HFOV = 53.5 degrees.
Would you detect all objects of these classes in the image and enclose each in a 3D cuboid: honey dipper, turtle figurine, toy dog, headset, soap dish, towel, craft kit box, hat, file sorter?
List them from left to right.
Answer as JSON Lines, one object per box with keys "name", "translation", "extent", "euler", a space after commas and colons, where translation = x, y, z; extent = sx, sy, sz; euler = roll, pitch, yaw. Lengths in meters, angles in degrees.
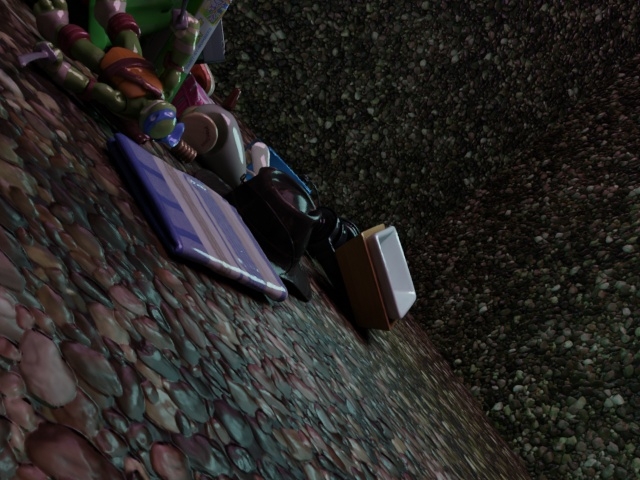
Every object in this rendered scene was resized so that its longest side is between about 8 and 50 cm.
{"name": "turtle figurine", "translation": [-0.276, -0.278, 0.848], "extent": [0.266, 0.198, 0.275], "euler": [48, 0, 29]}
{"name": "honey dipper", "translation": [-0.283, -0.193, 1.104], "extent": [0.160, 0.030, 0.030], "euler": [41, 9, -35]}
{"name": "craft kit box", "translation": [-0.302, -0.419, 1.239], "extent": [0.061, 0.250, 0.247], "euler": [22, 20, -44]}
{"name": "towel", "translation": [-0.157, -0.019, 0.861], "extent": [0.209, 0.034, 0.285], "euler": [54, 9, 26]}
{"name": "toy dog", "translation": [-0.159, -0.186, 1.342], "extent": [0.333, 0.161, 0.220], "euler": [44, 7, -44]}
{"name": "file sorter", "translation": [-0.133, -0.153, 1.596], "extent": [0.170, 0.118, 0.104], "euler": [45, 2, -36]}
{"name": "hat", "translation": [-0.078, -0.047, 1.180], "extent": [0.331, 0.134, 0.331], "euler": [48, 5, -5]}
{"name": "headset", "translation": [0.000, 0.000, 1.723], "extent": [0.394, 0.185, 0.243], "euler": [67, 14, 19]}
{"name": "soap dish", "translation": [0.137, 0.085, 1.555], "extent": [0.291, 0.118, 0.229], "euler": [-20, 94, -74]}

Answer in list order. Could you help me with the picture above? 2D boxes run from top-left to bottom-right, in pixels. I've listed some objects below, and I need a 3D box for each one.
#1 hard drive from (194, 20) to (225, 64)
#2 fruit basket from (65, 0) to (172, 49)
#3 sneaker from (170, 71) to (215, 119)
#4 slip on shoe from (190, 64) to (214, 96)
{"name": "hard drive", "translation": [-0.338, -0.523, 1.459], "extent": [0.338, 0.064, 0.237], "euler": [16, -63, 50]}
{"name": "fruit basket", "translation": [-0.469, -0.524, 1.093], "extent": [0.391, 0.283, 0.392], "euler": [12, 39, -10]}
{"name": "sneaker", "translation": [-0.302, -0.309, 1.463], "extent": [0.252, 0.103, 0.111], "euler": [54, -1, -18]}
{"name": "slip on shoe", "translation": [-0.461, -0.565, 1.949], "extent": [0.331, 0.123, 0.101], "euler": [48, 28, -11]}
